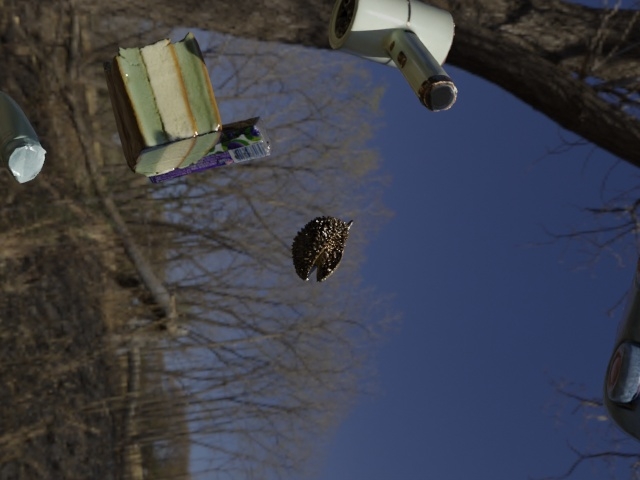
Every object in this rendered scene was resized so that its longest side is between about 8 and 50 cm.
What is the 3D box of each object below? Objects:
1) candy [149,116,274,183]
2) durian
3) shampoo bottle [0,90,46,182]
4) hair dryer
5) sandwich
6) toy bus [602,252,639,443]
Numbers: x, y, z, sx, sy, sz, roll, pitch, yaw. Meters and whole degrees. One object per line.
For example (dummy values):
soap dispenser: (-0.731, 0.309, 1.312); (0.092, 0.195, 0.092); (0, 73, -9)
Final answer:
candy: (-0.261, -0.206, 1.713); (0.061, 0.313, 0.088); (-77, 151, -49)
durian: (0.001, 0.000, 1.292); (0.110, 0.140, 0.071); (28, -20, 43)
shampoo bottle: (-0.452, -0.156, 1.094); (0.072, 0.049, 0.212); (-55, -134, 6)
hair dryer: (0.151, -0.310, 1.274); (0.362, 0.203, 0.128); (-108, -144, -51)
sandwich: (-0.283, -0.239, 1.330); (0.227, 0.155, 0.198); (-24, -97, 69)
toy bus: (0.454, 0.113, 0.915); (0.232, 0.197, 0.294); (15, 89, -79)
